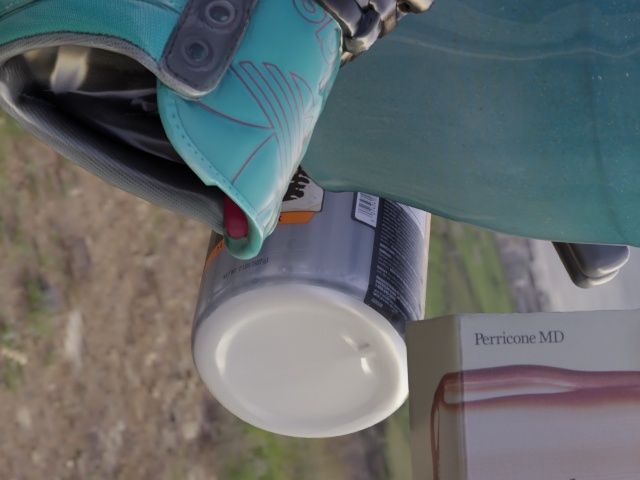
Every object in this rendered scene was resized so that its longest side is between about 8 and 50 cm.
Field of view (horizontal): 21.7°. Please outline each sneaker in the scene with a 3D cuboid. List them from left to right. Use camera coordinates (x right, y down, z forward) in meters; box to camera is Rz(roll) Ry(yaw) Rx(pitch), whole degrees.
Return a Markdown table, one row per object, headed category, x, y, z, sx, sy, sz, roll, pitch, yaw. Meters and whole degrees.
| category | x | y | z | sx | sy | sz | roll | pitch | yaw |
| --- | --- | --- | --- | --- | --- | --- | --- | --- | --- |
| sneaker | 0.005 | -0.084 | 0.565 | 0.124 | 0.296 | 0.178 | 61 | 31 | -58 |

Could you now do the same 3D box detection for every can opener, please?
| category | x | y | z | sx | sy | sz | roll | pitch | yaw |
| --- | --- | --- | --- | --- | --- | --- | --- | --- | --- |
| can opener | 0.206 | -0.101 | 1.455 | 0.076 | 0.095 | 0.283 | 99 | -33 | -73 |

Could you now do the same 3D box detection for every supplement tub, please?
| category | x | y | z | sx | sy | sz | roll | pitch | yaw |
| --- | --- | --- | --- | --- | --- | --- | --- | --- | --- |
| supplement tub | 0.000 | 0.000 | 1.469 | 0.316 | 0.194 | 0.193 | -82 | 152 | -48 |

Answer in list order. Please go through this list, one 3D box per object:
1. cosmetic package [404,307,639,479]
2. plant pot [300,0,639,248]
| category | x | y | z | sx | sy | sz | roll | pitch | yaw |
| --- | --- | --- | --- | --- | --- | --- | --- | --- | --- |
| cosmetic package | 0.152 | 0.199 | 1.199 | 0.129 | 0.153 | 0.296 | 155 | -69 | -75 |
| plant pot | 0.116 | -0.124 | 1.030 | 0.272 | 0.255 | 0.271 | 0 | 90 | -68 |
